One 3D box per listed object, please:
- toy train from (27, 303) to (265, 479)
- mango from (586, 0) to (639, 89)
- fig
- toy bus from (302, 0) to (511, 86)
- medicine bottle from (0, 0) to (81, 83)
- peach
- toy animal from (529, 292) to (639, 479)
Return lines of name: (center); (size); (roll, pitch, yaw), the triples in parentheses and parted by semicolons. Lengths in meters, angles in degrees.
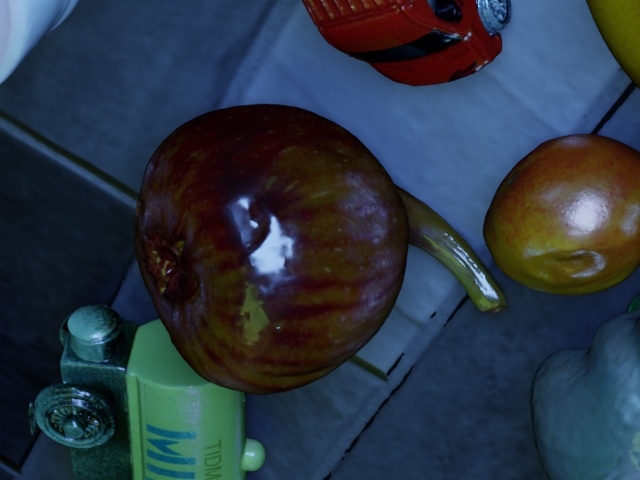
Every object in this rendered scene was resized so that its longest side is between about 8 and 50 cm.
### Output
toy train: (-0.117, 0.146, 1.386); (0.157, 0.105, 0.253); (5, 133, 5)
mango: (0.193, -0.139, 0.967); (0.253, 0.113, 0.138); (44, 133, -12)
fig: (-0.006, -0.005, 1.178); (0.175, 0.207, 0.175); (37, 137, 46)
toy bus: (0.028, -0.159, 1.047); (0.081, 0.089, 0.195); (-10, 123, 33)
medicine bottle: (-0.159, -0.198, 0.989); (0.152, 0.254, 0.152); (13, 132, 15)
peach: (0.144, -0.014, 1.113); (0.101, 0.100, 0.100); (14, 133, 15)
toy animal: (0.215, 0.072, 1.111); (0.127, 0.125, 0.251); (56, 149, 17)
